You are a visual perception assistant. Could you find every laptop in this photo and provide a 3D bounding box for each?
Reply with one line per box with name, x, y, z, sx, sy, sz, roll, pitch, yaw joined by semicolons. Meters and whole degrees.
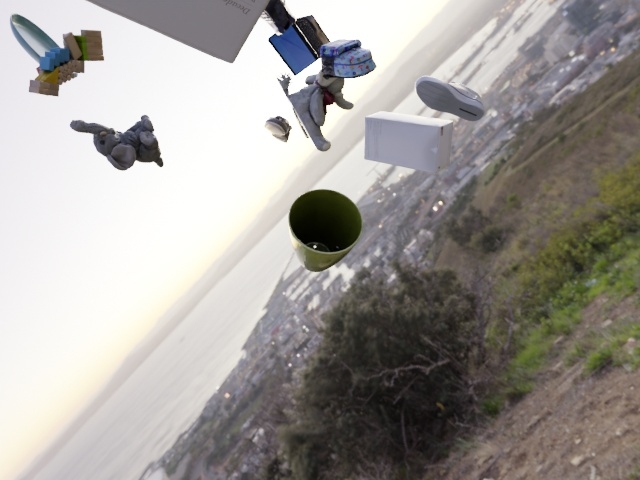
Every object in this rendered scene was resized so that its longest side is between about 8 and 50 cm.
laptop;-0.081;-0.924;2.410;0.137;0.234;0.264;-53;37;-12

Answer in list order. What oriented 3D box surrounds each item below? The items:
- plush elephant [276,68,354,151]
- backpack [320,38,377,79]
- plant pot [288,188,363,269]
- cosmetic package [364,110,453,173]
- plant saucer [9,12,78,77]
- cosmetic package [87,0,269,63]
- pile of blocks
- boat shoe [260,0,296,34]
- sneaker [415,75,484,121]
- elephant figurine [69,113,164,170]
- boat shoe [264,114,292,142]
plush elephant;0.010;-0.561;1.982;0.255;0.330;0.272;-30;24;-1
backpack;0.102;-0.624;1.739;0.158;0.117;0.173;-31;38;-30
plant pot;0.000;0.000;1.927;0.275;0.274;0.294;-50;-12;-29
cosmetic package;0.398;-0.458;2.319;0.156;0.384;0.217;-32;-49;-46
plant saucer;-1.155;-0.795;2.097;0.043;0.318;0.317;-37;9;8
cosmetic package;-0.231;-0.633;0.935;0.393;0.327;0.330;-44;45;40
pile of blocks;-0.891;-0.620;1.717;0.149;0.112;0.362;85;-158;-46
boat shoe;-0.180;-0.813;1.793;0.127;0.158;0.341;-37;26;9
sneaker;0.404;-0.459;1.595;0.094;0.258;0.091;-44;36;45
elephant figurine;-0.662;-0.315;1.661;0.239;0.186;0.169;-21;0;-18
boat shoe;-0.195;-0.551;2.408;0.335;0.112;0.096;36;-105;-88
